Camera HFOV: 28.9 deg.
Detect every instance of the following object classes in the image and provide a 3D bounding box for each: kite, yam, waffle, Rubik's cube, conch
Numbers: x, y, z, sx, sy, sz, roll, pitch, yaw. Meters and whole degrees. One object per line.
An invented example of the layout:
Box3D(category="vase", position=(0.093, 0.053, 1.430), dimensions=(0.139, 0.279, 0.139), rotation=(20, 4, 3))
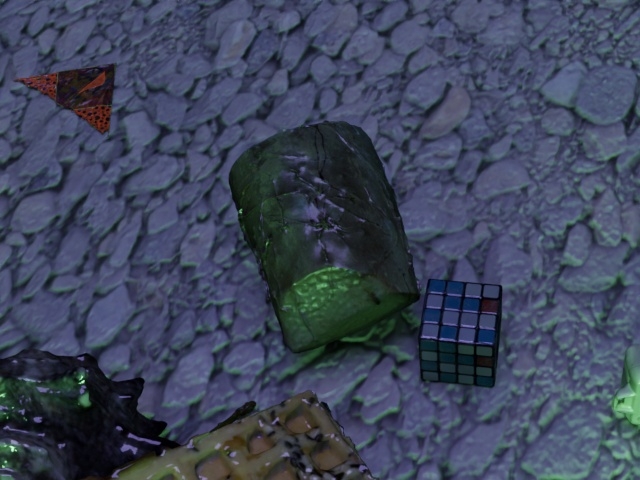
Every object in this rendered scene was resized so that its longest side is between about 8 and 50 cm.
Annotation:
Box3D(category="kite", position=(-0.360, -0.240, 1.916), dimensions=(0.222, 0.008, 0.125), rotation=(31, 59, 28))
Box3D(category="yam", position=(-0.001, -0.002, 1.553), dimensions=(0.202, 0.201, 0.271), rotation=(-36, 61, 28))
Box3D(category="waffle", position=(-0.104, 0.333, 1.305), dimensions=(0.376, 0.114, 0.261), rotation=(-20, 48, -23))
Box3D(category="Rubik's cube", position=(0.170, 0.112, 1.501), dimensions=(0.092, 0.092, 0.092), rotation=(5, 52, 11))
Box3D(category="conch", position=(-0.320, 0.244, 1.420), dimensions=(0.313, 0.186, 0.240), rotation=(-4, 80, -20))

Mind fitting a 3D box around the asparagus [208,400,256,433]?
Box3D(category="asparagus", position=(-0.122, 0.224, 1.456), dimensions=(0.016, 0.013, 0.166), rotation=(-7, 13, 32))

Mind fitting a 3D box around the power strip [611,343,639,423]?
Box3D(category="power strip", position=(0.502, 0.157, 1.415), dimensions=(0.338, 0.098, 0.058), rotation=(-3, 48, 5))
